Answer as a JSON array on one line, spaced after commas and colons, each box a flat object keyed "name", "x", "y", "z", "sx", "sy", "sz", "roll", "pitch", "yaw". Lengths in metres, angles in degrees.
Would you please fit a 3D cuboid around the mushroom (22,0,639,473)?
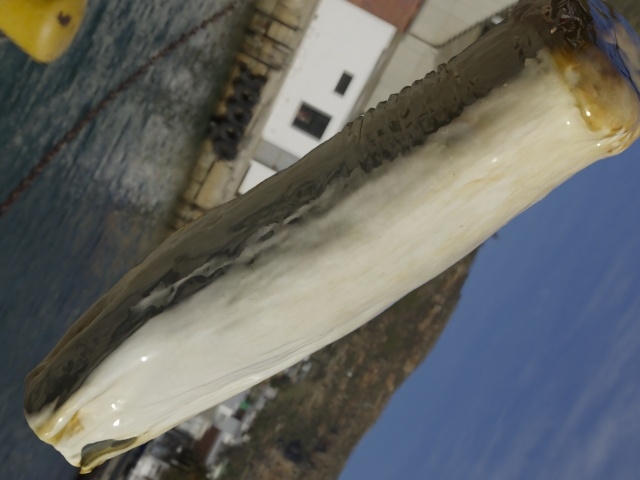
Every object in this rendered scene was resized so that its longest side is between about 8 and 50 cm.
[{"name": "mushroom", "x": 0.000, "y": 0.000, "z": 0.488, "sx": 0.351, "sy": 0.095, "sz": 0.123, "roll": -35, "pitch": 180, "yaw": 16}]
